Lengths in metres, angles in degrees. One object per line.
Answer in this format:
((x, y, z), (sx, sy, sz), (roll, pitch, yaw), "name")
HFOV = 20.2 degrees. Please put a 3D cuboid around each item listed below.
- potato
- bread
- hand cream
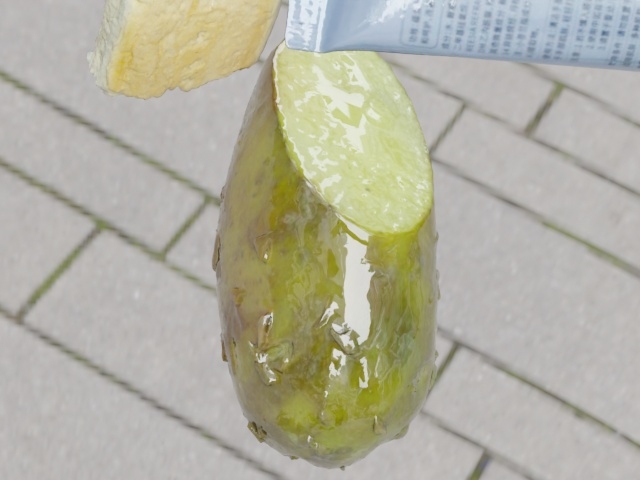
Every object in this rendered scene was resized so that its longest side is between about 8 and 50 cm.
((0.000, 0.000, 1.169), (0.141, 0.176, 0.298), (4, 72, -34), "potato")
((-0.055, -0.097, 0.762), (0.083, 0.070, 0.035), (-12, 55, -25), "bread")
((0.124, -0.109, 0.760), (0.271, 0.091, 0.058), (7, 14, -3), "hand cream")
